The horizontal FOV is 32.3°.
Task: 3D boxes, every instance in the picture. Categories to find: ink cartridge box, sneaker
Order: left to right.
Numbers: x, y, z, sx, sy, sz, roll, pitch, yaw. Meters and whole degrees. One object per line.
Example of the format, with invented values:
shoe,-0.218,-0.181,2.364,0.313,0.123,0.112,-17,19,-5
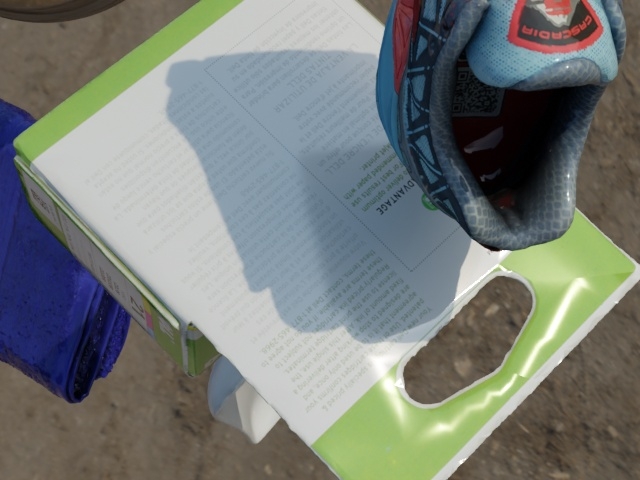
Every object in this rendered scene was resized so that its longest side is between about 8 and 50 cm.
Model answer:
ink cartridge box,0.000,0.000,0.567,0.189,0.097,0.255,-41,78,-19
sneaker,0.081,-0.108,0.402,0.104,0.262,0.125,-8,40,-6

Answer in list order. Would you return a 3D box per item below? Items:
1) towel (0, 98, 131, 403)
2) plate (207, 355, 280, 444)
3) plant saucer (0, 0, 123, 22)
towel,-0.290,-0.012,1.031,0.308,0.076,0.228,24,104,30
plate,0.016,0.031,0.846,0.045,0.278,0.277,41,81,11
plant saucer,-0.230,-0.288,0.804,0.278,0.278,0.041,-22,23,22
